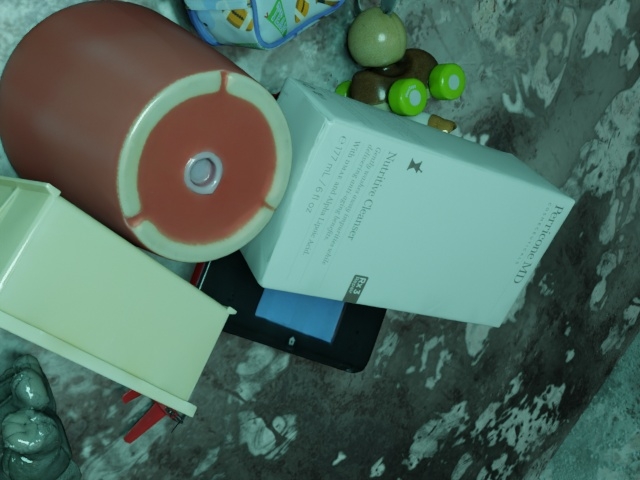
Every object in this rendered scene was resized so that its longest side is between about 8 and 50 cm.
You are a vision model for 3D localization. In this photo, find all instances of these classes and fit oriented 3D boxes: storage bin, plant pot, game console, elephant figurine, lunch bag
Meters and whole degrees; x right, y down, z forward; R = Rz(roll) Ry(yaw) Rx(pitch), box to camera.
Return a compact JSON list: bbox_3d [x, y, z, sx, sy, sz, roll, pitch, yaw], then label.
[{"bbox_3d":[-0.272,0.050,0.719,0.262,0.260,0.123,42,66,-44],"label":"storage bin"},{"bbox_3d":[-0.177,-0.108,0.748,0.274,0.243,0.275,-19,122,-33],"label":"plant pot"},{"bbox_3d":[0.000,0.000,1.023,0.386,0.060,0.342,28,74,-45],"label":"game console"},{"bbox_3d":[-0.426,0.239,0.792,0.239,0.186,0.169,-20,166,-21],"label":"elephant figurine"},{"bbox_3d":[-0.068,-0.376,0.780,0.243,0.114,0.304,-48,139,-42],"label":"lunch bag"}]

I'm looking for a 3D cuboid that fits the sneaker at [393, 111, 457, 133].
[{"bbox_3d":[0.150,-0.044,1.030,0.106,0.123,0.290,-34,129,-62],"label":"sneaker"}]

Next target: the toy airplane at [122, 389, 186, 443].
[{"bbox_3d":[-0.239,0.232,1.013,0.151,0.028,0.151,-20,122,-35],"label":"toy airplane"}]

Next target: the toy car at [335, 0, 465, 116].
[{"bbox_3d":[0.096,-0.280,0.977,0.148,0.155,0.189,-26,114,-29],"label":"toy car"}]

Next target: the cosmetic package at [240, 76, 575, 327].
[{"bbox_3d":[0.104,-0.035,0.876,0.384,0.156,0.217,11,114,-29],"label":"cosmetic package"}]
